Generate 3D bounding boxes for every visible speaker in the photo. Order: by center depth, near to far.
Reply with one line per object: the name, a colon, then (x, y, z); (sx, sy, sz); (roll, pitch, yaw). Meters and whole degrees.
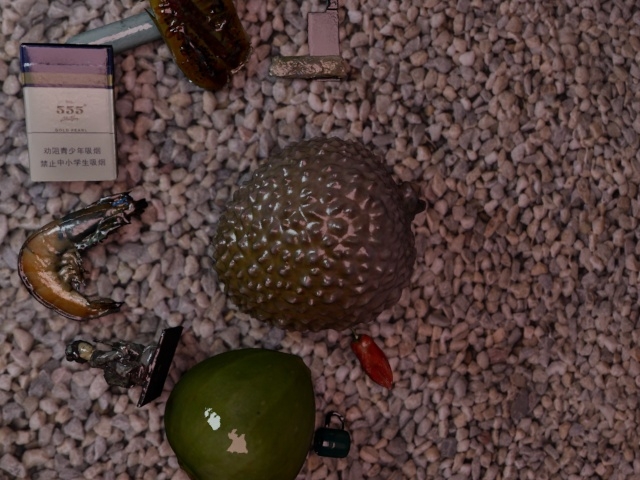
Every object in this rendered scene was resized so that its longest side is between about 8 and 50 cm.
speaker: (0.028, 0.419, 1.502); (0.075, 0.060, 0.095); (10, 88, -15)

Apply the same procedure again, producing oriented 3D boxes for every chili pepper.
chili pepper: (0.110, 0.254, 1.527); (0.059, 0.050, 0.191); (-37, 111, -14)

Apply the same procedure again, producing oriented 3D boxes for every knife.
knife: (0.008, -0.469, 1.513); (0.072, 0.019, 0.245); (-2, 93, -13)

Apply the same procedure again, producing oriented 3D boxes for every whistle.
whistle: (-0.379, -0.416, 1.397); (0.312, 0.062, 0.062); (-23, 96, -13)

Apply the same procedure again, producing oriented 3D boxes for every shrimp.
shrimp: (-0.443, 0.036, 1.386); (0.290, 0.054, 0.222); (-35, 97, -8)

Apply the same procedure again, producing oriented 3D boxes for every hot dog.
hot dog: (-0.236, -0.426, 1.373); (0.162, 0.082, 0.270); (-34, 125, -8)

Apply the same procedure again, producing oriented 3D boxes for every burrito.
burrito: (-0.027, -0.370, 1.489); (0.171, 0.042, 0.051); (-4, 86, -11)

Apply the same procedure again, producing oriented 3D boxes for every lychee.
lychee: (0.000, 0.000, 1.342); (0.432, 0.380, 0.380); (-26, 97, 4)

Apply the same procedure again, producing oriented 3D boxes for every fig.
fig: (-0.139, 0.340, 1.352); (0.316, 0.316, 0.316); (0, 90, -14)

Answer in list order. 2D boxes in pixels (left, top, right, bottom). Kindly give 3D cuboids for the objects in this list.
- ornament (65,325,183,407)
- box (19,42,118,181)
ornament: (-0.400, 0.218, 1.368); (0.196, 0.166, 0.153); (16, 85, 2)
box: (-0.478, -0.245, 1.339); (0.168, 0.071, 0.259); (-1, 104, -14)
